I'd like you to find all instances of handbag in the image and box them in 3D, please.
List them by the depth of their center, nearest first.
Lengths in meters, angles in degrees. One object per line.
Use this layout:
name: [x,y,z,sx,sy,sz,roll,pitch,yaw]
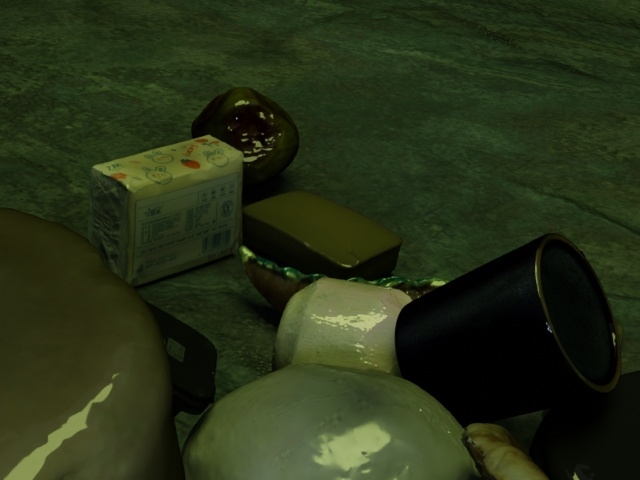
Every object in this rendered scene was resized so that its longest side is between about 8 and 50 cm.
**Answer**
handbag: [0.358,0.240,1.422,0.308,0.093,0.254,-10,45,-21]

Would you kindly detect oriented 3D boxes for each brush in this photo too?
brush: [0.000,0.000,1.872,0.197,0.059,0.123,27,35,34]

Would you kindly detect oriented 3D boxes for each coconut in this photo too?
coconut: [0.043,0.128,1.521,0.182,0.171,0.171,12,27,13]

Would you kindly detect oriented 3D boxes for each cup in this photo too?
cup: [0.207,0.117,1.455,0.239,0.177,0.166,35,42,-41]

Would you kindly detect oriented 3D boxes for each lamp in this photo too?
lamp: [-0.232,0.151,1.403,0.283,0.124,0.203,-32,23,18]

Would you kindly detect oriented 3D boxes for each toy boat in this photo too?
toy boat: [0.028,0.072,1.694,0.292,0.108,0.099,10,58,14]

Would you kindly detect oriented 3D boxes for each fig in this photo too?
fig: [-0.101,-0.145,2.039,0.154,0.144,0.165,5,1,34]

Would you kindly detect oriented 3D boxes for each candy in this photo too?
candy: [0.018,0.212,1.320,0.295,0.185,0.295,5,32,-3]

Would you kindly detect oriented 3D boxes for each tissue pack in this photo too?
tissue pack: [-0.195,-0.038,1.790,0.092,0.148,0.196,26,31,36]

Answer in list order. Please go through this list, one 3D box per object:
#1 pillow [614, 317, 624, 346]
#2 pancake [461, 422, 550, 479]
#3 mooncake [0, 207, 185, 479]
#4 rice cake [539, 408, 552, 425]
pillow: [0.267,0.103,1.773,0.217,0.033,0.130,14,30,9]
pancake: [0.237,0.270,1.150,0.356,0.065,0.356,41,-2,2]
mooncake: [-0.328,0.186,1.084,0.466,0.262,0.467,-7,35,5]
rice cake: [0.333,0.199,1.569,0.206,0.063,0.069,-5,37,-22]
